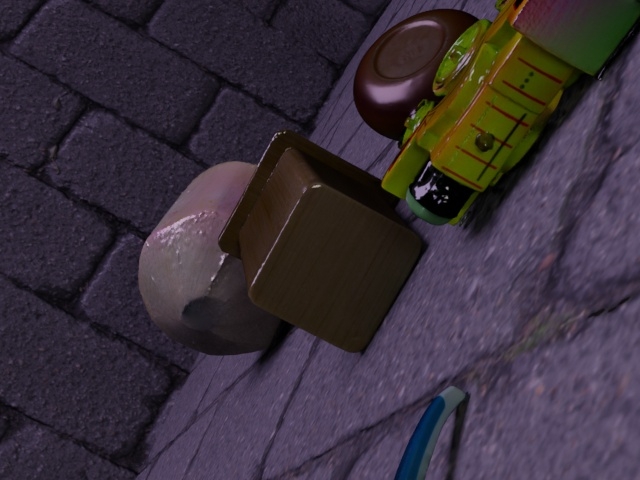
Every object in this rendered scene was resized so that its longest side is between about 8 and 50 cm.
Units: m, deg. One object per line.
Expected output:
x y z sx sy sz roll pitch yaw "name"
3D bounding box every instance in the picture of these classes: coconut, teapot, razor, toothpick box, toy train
-0.157 0.045 1.675 0.297 0.298 0.309 -55 8 38 "coconut"
0.135 -0.166 1.135 0.178 0.135 0.252 -24 45 25 "teapot"
0.063 0.163 0.625 0.068 0.037 0.191 -56 9 42 "razor"
0.000 0.000 1.168 0.187 0.190 0.308 -59 12 7 "toothpick box"
0.160 -0.135 0.863 0.296 0.101 0.160 -57 10 29 "toy train"
